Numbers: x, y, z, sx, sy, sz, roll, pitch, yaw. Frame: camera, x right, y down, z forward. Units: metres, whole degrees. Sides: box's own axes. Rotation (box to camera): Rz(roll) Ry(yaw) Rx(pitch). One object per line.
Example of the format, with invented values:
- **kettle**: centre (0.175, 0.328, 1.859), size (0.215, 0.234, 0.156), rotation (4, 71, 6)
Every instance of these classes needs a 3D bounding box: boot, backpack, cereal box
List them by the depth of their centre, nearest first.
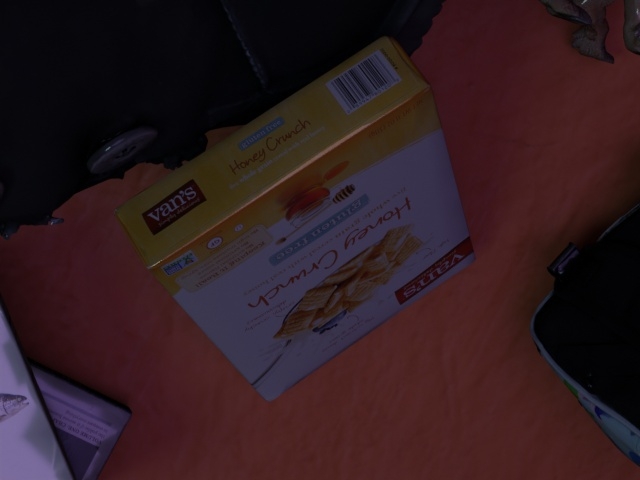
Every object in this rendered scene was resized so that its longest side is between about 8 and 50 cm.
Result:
- **boot**: centre (-0.141, -0.114, 0.577), size (0.445, 0.367, 0.146), rotation (-21, 64, -21)
- **cereal box**: centre (0.000, 0.000, 0.741), size (0.173, 0.240, 0.047), rotation (-34, 63, -2)
- **backpack**: centre (0.289, 0.079, 0.792), size (0.225, 0.253, 0.191), rotation (-45, 126, -1)

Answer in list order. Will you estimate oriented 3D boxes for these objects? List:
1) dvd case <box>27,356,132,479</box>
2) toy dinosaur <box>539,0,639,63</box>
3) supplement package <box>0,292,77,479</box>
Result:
- **dvd case**: centre (-0.255, 0.174, 0.800), size (0.179, 0.029, 0.239), rotation (29, 85, -16)
- **toy dinosaur**: centre (0.175, -0.220, 0.746), size (0.295, 0.127, 0.200), rotation (16, 97, -33)
- **supplement package**: centre (-0.211, 0.113, 0.737), size (0.105, 0.105, 0.179), rotation (-23, 99, -13)
